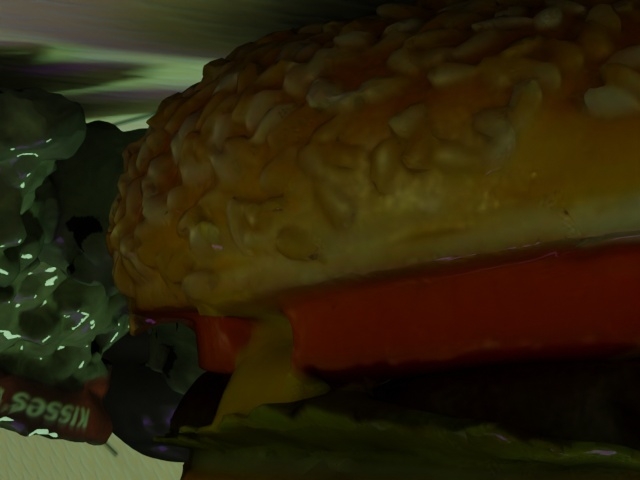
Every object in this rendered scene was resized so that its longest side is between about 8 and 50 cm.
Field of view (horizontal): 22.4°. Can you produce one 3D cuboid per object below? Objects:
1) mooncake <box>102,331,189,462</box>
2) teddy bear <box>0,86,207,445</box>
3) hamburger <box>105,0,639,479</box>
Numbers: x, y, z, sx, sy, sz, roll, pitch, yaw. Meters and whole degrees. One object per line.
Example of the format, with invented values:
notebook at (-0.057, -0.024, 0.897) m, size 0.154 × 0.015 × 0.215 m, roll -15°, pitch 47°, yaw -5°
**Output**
mooncake at (-0.116, 0.092, 1.674) m, size 0.141 × 0.283 × 0.283 m, roll -2°, pitch 179°, yaw 27°
teddy bear at (-0.197, 0.033, 0.756) m, size 0.357 × 0.224 × 0.367 m, roll -19°, pitch 172°, yaw 14°
hamburger at (0.087, 0.035, 0.594) m, size 0.330 × 0.250 × 0.330 m, roll -1°, pitch 176°, yaw 0°
